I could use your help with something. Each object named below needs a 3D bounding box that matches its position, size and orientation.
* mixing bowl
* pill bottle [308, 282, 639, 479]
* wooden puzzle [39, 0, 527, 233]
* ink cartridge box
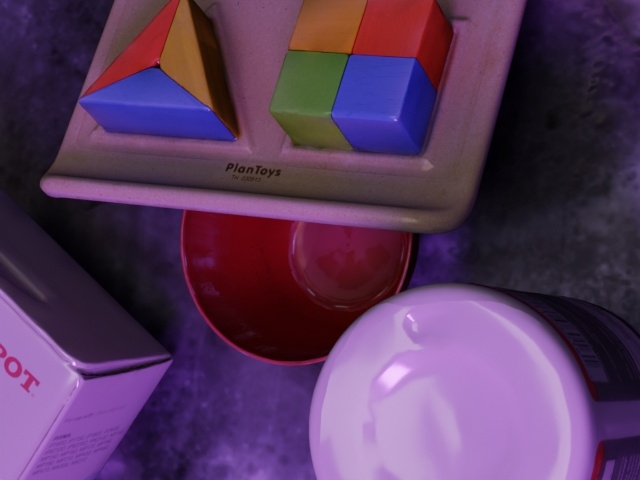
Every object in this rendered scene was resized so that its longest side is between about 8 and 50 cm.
[{"bbox_3d":[0.000,0.000,1.096,0.181,0.098,0.182,-3,83,25],"label":"mixing bowl"},{"bbox_3d":[0.123,0.111,0.922,0.161,0.283,0.161,-3,84,26],"label":"pill bottle"},{"bbox_3d":[-0.017,-0.174,1.059,0.322,0.080,0.348,6,63,27],"label":"wooden puzzle"},{"bbox_3d":[-0.289,0.141,1.167,0.226,0.131,0.306,42,108,19],"label":"ink cartridge box"}]
